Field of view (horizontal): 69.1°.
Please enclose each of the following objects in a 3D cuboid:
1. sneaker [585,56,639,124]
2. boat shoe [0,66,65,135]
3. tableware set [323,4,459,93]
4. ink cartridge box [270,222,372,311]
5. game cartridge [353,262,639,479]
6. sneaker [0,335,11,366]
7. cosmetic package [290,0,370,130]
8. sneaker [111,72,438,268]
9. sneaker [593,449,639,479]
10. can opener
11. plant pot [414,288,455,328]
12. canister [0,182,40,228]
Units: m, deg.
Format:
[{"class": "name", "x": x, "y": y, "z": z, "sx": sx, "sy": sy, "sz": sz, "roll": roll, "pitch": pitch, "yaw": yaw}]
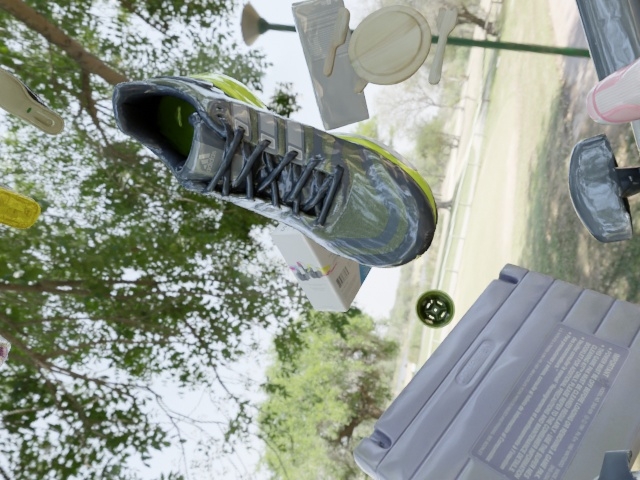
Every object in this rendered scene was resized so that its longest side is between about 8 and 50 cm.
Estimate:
[{"class": "sneaker", "x": 0.270, "y": -0.122, "z": 0.328, "sx": 0.070, "sy": 0.134, "sz": 0.051, "roll": 72, "pitch": -179, "yaw": -86}, {"class": "boat shoe", "x": -0.783, "y": -0.366, "z": 1.206, "sx": 0.084, "sy": 0.079, "sz": 0.233, "roll": -49, "pitch": -39, "yaw": -7}, {"class": "tableware set", "x": 0.088, "y": -0.254, "z": 0.500, "sx": 0.039, "sy": 0.128, "sz": 0.194, "roll": 22, "pitch": -99, "yaw": -69}, {"class": "ink cartridge box", "x": 0.000, "y": 0.000, "z": 0.655, "sx": 0.104, "sy": 0.062, "sz": 0.181, "roll": -54, "pitch": -52, "yaw": -39}, {"class": "game cartridge", "x": 0.236, "y": 0.184, "z": 0.540, "sx": 0.355, "sy": 0.230, "sz": 0.068, "roll": -41, "pitch": -45, "yaw": -26}, {"class": "sneaker", "x": -0.546, "y": 0.132, "z": 0.546, "sx": 0.114, "sy": 0.152, "sz": 0.305, "roll": -47, "pitch": -14, "yaw": 9}, {"class": "cosmetic package", "x": 0.020, "y": -0.352, "z": 0.924, "sx": 0.127, "sy": 0.107, "sz": 0.238, "roll": -99, "pitch": -4, "yaw": -67}, {"class": "sneaker", "x": -0.048, "y": -0.058, "z": 0.390, "sx": 0.121, "sy": 0.300, "sz": 0.111, "roll": -26, "pitch": -42, "yaw": -60}, {"class": "sneaker", "x": 0.126, "y": 0.177, "z": 0.214, "sx": 0.094, "sy": 0.235, "sz": 0.153, "roll": 136, "pitch": 142, "yaw": -60}, {"class": "can opener", "x": 0.254, "y": -0.141, "z": 0.425, "sx": 0.076, "sy": 0.095, "sz": 0.283, "roll": -1, "pitch": -103, "yaw": -54}, {"class": "plant pot", "x": 0.251, "y": 0.150, "z": 1.017, "sx": 0.079, "sy": 0.083, "sz": 0.083, "roll": 34, "pitch": -109, "yaw": -73}, {"class": "canister", "x": -0.740, "y": -0.099, "z": 1.044, "sx": 0.073, "sy": 0.170, "sz": 0.126, "roll": -63, "pitch": -22, "yaw": -5}]
